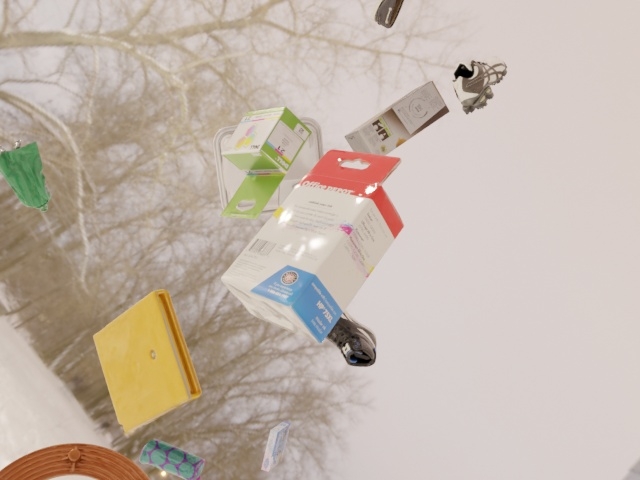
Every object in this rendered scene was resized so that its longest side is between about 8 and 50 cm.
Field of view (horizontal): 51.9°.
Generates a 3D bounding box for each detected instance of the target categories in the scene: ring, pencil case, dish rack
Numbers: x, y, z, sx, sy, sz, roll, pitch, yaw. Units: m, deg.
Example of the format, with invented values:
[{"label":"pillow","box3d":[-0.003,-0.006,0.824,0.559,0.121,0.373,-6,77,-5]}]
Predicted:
[{"label":"ring","box3d":[-0.429,0.496,1.096,0.336,0.336,0.032,47,-36,22]},{"label":"pencil case","box3d":[-0.364,0.543,1.620,0.152,0.064,0.070,19,-55,9]},{"label":"dish rack","box3d":[-0.144,-0.214,1.986,0.072,0.333,0.285,-123,-154,-72]}]

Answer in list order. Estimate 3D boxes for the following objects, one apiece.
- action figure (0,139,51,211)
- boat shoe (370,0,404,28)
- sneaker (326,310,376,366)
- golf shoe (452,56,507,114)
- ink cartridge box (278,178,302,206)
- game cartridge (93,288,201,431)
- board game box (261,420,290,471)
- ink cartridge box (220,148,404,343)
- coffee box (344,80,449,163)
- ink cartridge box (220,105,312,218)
[{"label":"action figure","box3d":[-0.815,-0.167,1.831,0.063,0.137,0.232,-117,-166,-44]},{"label":"boat shoe","box3d":[0.126,-0.400,1.047,0.038,0.046,0.125,38,-69,20]},{"label":"sneaker","box3d":[0.044,0.213,1.505,0.217,0.079,0.121,30,20,-14]},{"label":"golf shoe","box3d":[0.339,-0.360,1.412,0.077,0.198,0.094,-25,-66,43]},{"label":"ink cartridge box","box3d":[-0.019,-0.119,1.808,0.127,0.175,0.072,0,-94,30]},{"label":"game cartridge","box3d":[-0.454,0.316,1.694,0.324,0.053,0.285,-33,-108,38]},{"label":"board game box","box3d":[-0.098,0.456,1.462,0.020,0.090,0.090,14,2,17]},{"label":"ink cartridge box","box3d":[0.005,-0.003,0.801,0.134,0.231,0.078,16,-30,45]},{"label":"coffee box","box3d":[0.203,-0.313,1.767,0.098,0.246,0.141,57,-9,-10]},{"label":"ink cartridge box","box3d":[-0.161,-0.183,1.562,0.097,0.255,0.189,41,-20,-32]}]
